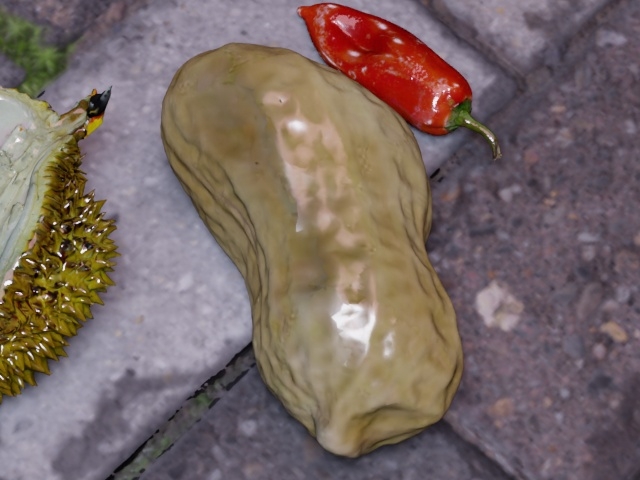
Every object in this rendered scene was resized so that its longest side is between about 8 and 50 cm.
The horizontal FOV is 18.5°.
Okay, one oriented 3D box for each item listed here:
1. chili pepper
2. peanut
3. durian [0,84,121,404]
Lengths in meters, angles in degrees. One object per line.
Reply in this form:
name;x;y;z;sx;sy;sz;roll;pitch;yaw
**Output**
chili pepper;0.057;-0.121;1.410;0.191;0.050;0.059;36;79;19
peanut;0.007;-0.006;1.289;0.159;0.143;0.291;-22;69;-8
durian;-0.219;0.002;1.253;0.193;0.138;0.237;41;67;17
